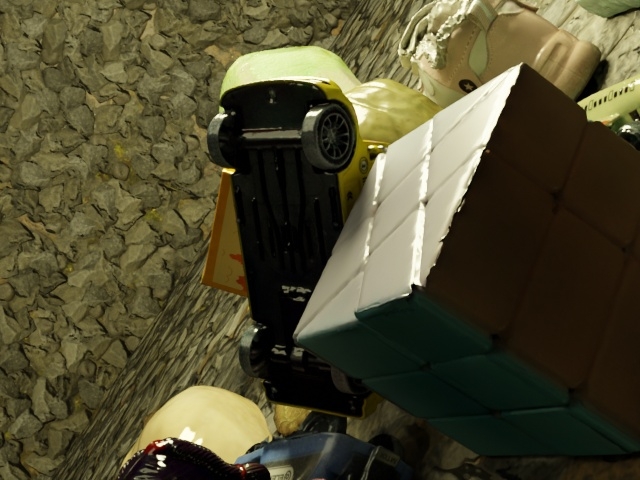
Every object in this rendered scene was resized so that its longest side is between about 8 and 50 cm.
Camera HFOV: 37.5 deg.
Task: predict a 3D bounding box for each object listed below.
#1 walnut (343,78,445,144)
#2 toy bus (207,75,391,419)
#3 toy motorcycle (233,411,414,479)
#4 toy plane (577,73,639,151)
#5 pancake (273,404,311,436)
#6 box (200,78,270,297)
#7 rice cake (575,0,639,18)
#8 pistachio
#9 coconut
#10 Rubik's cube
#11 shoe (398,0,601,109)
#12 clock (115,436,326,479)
[{"bbox_3d":[0.057,-0.043,1.137,0.282,0.276,0.253,-15,12,31],"label":"walnut"},{"bbox_3d":[0.000,0.000,0.943,0.145,0.331,0.151,3,16,39],"label":"toy bus"},{"bbox_3d":[-0.037,0.299,1.008,0.358,0.125,0.212,-31,33,53],"label":"toy motorcycle"},{"bbox_3d":[0.286,-0.112,0.869,0.229,0.092,0.244,-28,-10,-21],"label":"toy plane"},{"bbox_3d":[-0.007,0.194,1.351,0.199,0.021,0.199,-50,16,20],"label":"pancake"},{"bbox_3d":[-0.051,-0.072,1.594,0.283,0.214,0.259,-74,2,-48],"label":"box"},{"bbox_3d":[0.374,-0.316,1.118,0.069,0.063,0.206,-64,14,-7],"label":"rice cake"},{"bbox_3d":[-0.163,0.307,1.313,0.318,0.214,0.193,-75,-20,-70],"label":"pistachio"},{"bbox_3d":[-0.030,-0.245,1.876,0.328,0.329,0.281,-111,29,-73],"label":"coconut"},{"bbox_3d":[0.146,0.031,0.782,0.221,0.225,0.231,-63,16,-23],"label":"Rubik's cube"},{"bbox_3d":[0.201,-0.237,1.246,0.172,0.198,0.351,-58,15,-14],"label":"shoe"},{"bbox_3d":[-0.099,0.273,0.799,0.100,0.195,0.194,15,81,60],"label":"clock"}]
